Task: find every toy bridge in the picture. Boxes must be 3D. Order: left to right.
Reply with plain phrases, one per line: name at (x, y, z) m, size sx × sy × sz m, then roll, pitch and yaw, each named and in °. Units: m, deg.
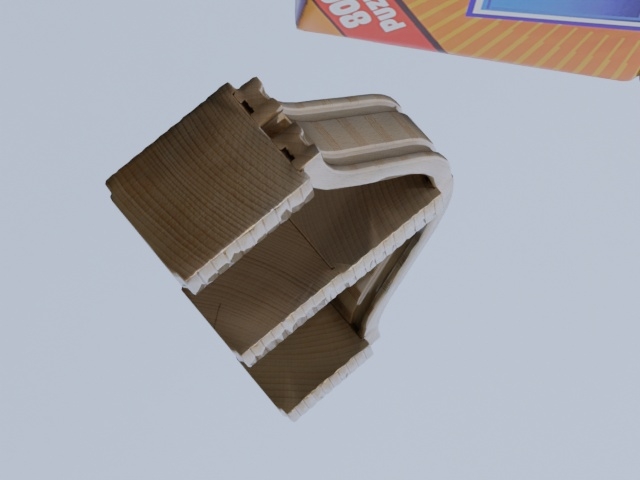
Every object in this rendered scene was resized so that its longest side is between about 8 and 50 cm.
toy bridge at (0.000, 0.000, 0.420) m, size 0.063 × 0.188 × 0.026 m, roll -40°, pitch -104°, yaw -4°

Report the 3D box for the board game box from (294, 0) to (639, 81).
board game box at (0.201, -0.312, 0.873) m, size 0.356 × 0.356 × 0.357 m, roll 117°, pitch -23°, yaw -58°
